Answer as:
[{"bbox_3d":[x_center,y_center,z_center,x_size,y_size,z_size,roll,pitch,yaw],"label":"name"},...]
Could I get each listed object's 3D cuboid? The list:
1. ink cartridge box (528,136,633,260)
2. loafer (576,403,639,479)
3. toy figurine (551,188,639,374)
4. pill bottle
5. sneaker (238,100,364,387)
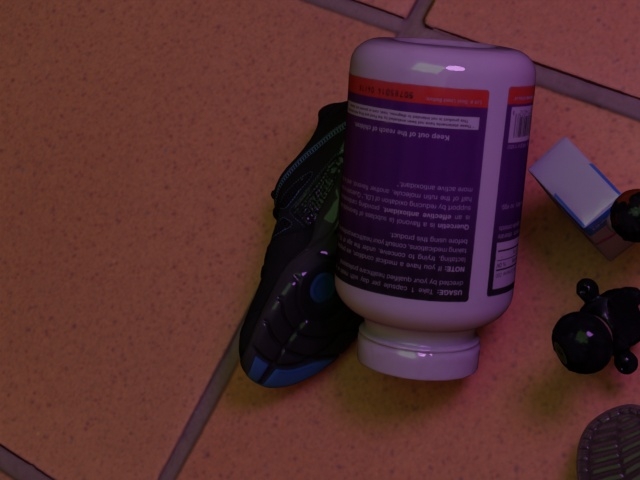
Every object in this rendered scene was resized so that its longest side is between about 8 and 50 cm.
[{"bbox_3d":[0.268,-0.039,1.273,0.052,0.122,0.088,-43,61,8],"label":"ink cartridge box"},{"bbox_3d":[0.309,0.276,1.165,0.102,0.092,0.268,-22,49,13],"label":"loafer"},{"bbox_3d":[0.336,0.054,1.155,0.213,0.148,0.209,30,118,28],"label":"toy figurine"},{"bbox_3d":[0.108,-0.034,1.260,0.181,0.181,0.323,10,103,26],"label":"pill bottle"},{"bbox_3d":[0.000,0.000,1.392,0.140,0.125,0.341,18,77,49],"label":"sneaker"}]
